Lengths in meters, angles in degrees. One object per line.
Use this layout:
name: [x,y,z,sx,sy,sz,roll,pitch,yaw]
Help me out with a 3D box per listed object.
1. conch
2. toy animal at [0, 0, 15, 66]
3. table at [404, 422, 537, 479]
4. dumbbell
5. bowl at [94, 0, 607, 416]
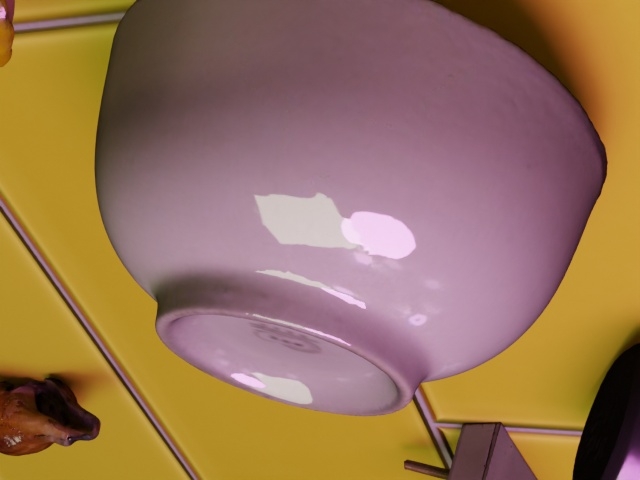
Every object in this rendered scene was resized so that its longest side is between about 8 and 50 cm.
conch: [-0.308,0.195,1.363,0.232,0.086,0.080,0,137,29]
toy animal: [-0.283,-0.149,0.832,0.156,0.230,0.156,30,149,21]
table: [0.161,0.299,1.227,0.111,0.122,0.240,-8,132,33]
dumbbell: [0.323,0.186,0.989,0.218,0.152,0.152,20,142,3]
bowl: [0.000,0.000,0.838,0.353,0.185,0.354,14,157,6]
